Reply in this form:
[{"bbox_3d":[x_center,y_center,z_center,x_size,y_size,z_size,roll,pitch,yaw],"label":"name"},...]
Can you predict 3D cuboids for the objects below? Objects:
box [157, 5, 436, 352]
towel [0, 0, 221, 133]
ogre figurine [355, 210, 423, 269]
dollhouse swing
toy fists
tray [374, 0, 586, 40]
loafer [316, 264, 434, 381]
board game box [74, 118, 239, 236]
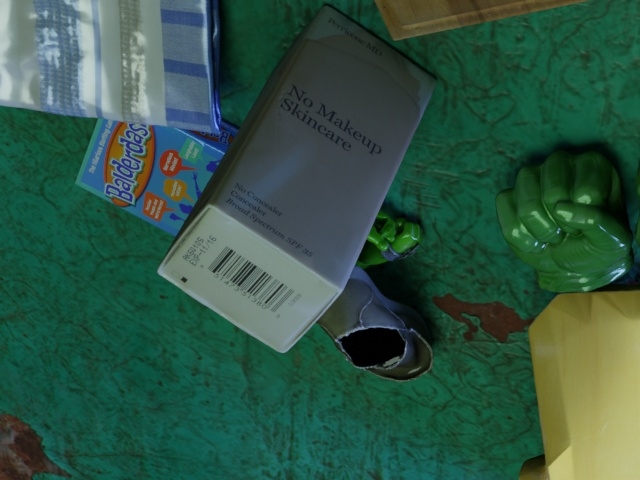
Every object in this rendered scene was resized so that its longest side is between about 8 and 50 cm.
[{"bbox_3d":[-0.015,-0.064,1.466,0.148,0.311,0.121,32,137,-9],"label":"box"},{"bbox_3d":[-0.237,-0.217,1.587,0.285,0.034,0.209,9,120,15],"label":"towel"},{"bbox_3d":[0.000,0.000,1.681,0.118,0.197,0.096,-49,58,56],"label":"ogre figurine"},{"bbox_3d":[0.416,0.195,1.694,0.347,0.315,0.304,-4,88,27],"label":"dollhouse swing"},{"bbox_3d":[0.306,-0.023,1.520,0.279,0.096,0.142,-4,129,29],"label":"toy fists"},{"bbox_3d":[0.078,-0.367,1.305,0.203,0.076,0.411,-8,129,30],"label":"tray"},{"bbox_3d":[0.056,0.111,1.709,0.094,0.087,0.251,-27,147,17],"label":"loafer"},{"bbox_3d":[-0.151,-0.076,1.709,0.210,0.047,0.160,28,137,-1],"label":"board game box"}]
